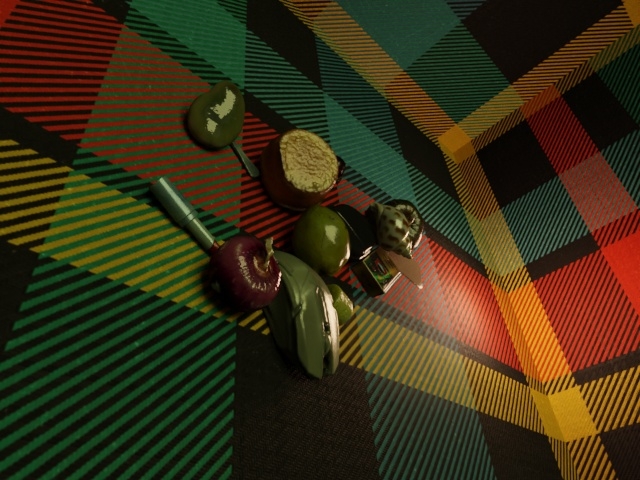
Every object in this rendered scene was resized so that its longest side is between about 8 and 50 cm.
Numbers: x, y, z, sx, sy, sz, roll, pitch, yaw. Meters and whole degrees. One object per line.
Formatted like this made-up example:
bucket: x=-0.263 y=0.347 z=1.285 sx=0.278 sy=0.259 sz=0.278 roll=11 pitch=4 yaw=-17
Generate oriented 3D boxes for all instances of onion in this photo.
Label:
onion: x=-0.216 y=0.099 z=1.287 sx=0.201 sy=0.200 sz=0.208 roll=-58 pitch=144 yaw=-57

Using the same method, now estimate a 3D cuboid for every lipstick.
lipstick: x=-0.369 y=-0.057 z=1.321 sx=0.274 sy=0.061 sz=0.068 roll=52 pitch=26 yaw=-15

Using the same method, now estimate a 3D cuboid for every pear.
pear: x=0.000 y=0.000 z=1.629 sx=0.212 sy=0.212 sz=0.270 roll=21 pitch=51 yaw=-43

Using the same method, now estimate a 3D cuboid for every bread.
bread: x=-0.072 y=-0.264 z=1.748 sx=0.311 sy=0.172 sz=0.313 roll=8 pitch=73 yaw=-26
bread: x=0.044 y=0.218 z=1.588 sx=0.114 sy=0.111 sz=0.129 roll=45 pitch=36 yaw=-31

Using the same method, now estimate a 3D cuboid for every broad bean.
broad bean: x=-0.358 y=-0.427 z=1.626 sx=0.189 sy=0.121 sz=0.263 roll=41 pitch=58 yaw=-27

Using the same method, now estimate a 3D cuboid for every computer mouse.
computer mouse: x=-0.050 y=0.204 z=1.431 sx=0.228 sy=0.145 sz=0.429 roll=5 pitch=57 yaw=-55

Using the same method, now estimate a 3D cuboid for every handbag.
handbag: x=0.107 y=-0.038 z=1.905 sx=0.254 sy=0.093 sz=0.308 roll=53 pitch=31 yaw=4

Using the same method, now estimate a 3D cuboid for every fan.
fan: x=-0.312 y=-0.349 z=1.711 sx=0.282 sy=0.023 sz=0.057 roll=56 pitch=37 yaw=-1

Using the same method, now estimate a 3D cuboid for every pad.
pad: x=0.410 y=0.110 z=2.278 sx=0.266 sy=0.002 sz=0.176 roll=39 pitch=34 yaw=-24

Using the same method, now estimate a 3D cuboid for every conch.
conch: x=0.301 y=-0.042 z=1.997 sx=0.148 sy=0.183 sz=0.275 roll=-11 pitch=78 yaw=-12

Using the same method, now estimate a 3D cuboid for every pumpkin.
pumpkin: x=0.370 y=-0.075 z=2.173 sx=0.260 sy=0.189 sz=0.261 roll=6 pitch=78 yaw=-31

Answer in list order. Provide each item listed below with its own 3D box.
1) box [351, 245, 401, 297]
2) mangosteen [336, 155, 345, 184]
box: x=0.239 y=0.126 z=1.965 sx=0.159 sy=0.071 sz=0.240 roll=57 pitch=31 yaw=0
mangosteen: x=0.056 y=-0.312 z=2.095 sx=0.140 sy=0.140 sz=0.140 roll=34 pitch=37 yaw=-31
